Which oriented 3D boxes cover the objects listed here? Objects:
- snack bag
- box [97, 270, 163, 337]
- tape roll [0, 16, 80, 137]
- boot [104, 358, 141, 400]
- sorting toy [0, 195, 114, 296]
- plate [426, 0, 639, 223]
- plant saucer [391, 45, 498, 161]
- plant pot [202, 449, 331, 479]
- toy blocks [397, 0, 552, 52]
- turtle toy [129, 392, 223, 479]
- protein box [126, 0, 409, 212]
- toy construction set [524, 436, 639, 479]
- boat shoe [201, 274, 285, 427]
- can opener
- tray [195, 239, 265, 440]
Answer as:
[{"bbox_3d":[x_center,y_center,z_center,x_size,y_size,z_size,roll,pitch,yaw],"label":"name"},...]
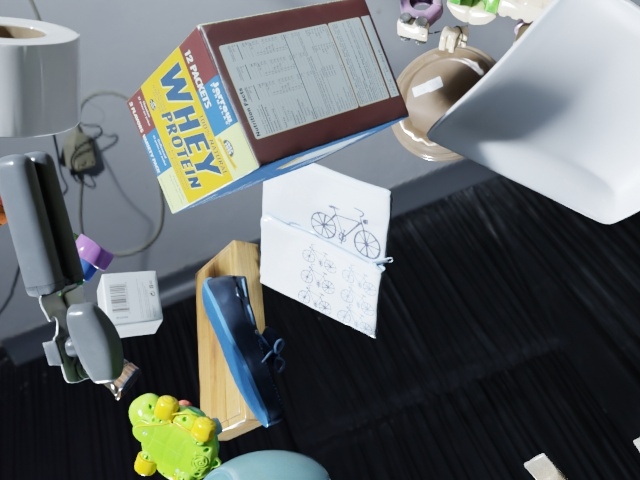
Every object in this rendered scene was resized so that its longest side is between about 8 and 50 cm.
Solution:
[{"bbox_3d":[0.000,0.000,1.345,0.037,0.323,0.342,-33,138,-44],"label":"snack bag"},{"bbox_3d":[-0.354,0.120,1.232,0.102,0.101,0.087,-3,156,-28],"label":"box"},{"bbox_3d":[-0.577,-0.308,1.238,0.246,0.246,0.169,-2,118,-23],"label":"tape roll"},{"bbox_3d":[-0.469,0.294,1.502,0.082,0.106,0.219,-52,180,-30],"label":"boot"},{"bbox_3d":[-0.516,0.001,1.152,0.126,0.366,0.127,-59,152,-10],"label":"sorting toy"},{"bbox_3d":[0.300,-0.137,0.716,0.277,0.045,0.278,24,152,-11],"label":"plate"},{"bbox_3d":[0.283,-0.316,1.504,0.278,0.277,0.041,-39,158,14],"label":"plant saucer"},{"bbox_3d":[-0.140,0.542,1.314,0.290,0.290,0.195,-43,127,17],"label":"plant pot"},{"bbox_3d":[0.295,-0.506,1.131,0.289,0.260,0.309,18,166,12],"label":"toy blocks"},{"bbox_3d":[-0.162,0.215,0.739,0.095,0.130,0.066,-68,162,10],"label":"turtle toy"},{"bbox_3d":[-0.059,-0.139,0.706,0.201,0.135,0.200,-24,-176,-35],"label":"protein box"},{"bbox_3d":[0.308,0.183,0.551,0.237,0.257,0.309,47,132,-13],"label":"toy construction set"},{"bbox_3d":[-0.103,0.157,1.037,0.089,0.258,0.109,-16,159,-24],"label":"boat shoe"},{"bbox_3d":[-0.295,0.033,0.784,0.095,0.076,0.283,-8,101,16],"label":"can opener"},{"bbox_3d":[-0.208,0.228,1.522,0.076,0.410,0.203,13,147,-34],"label":"tray"}]
